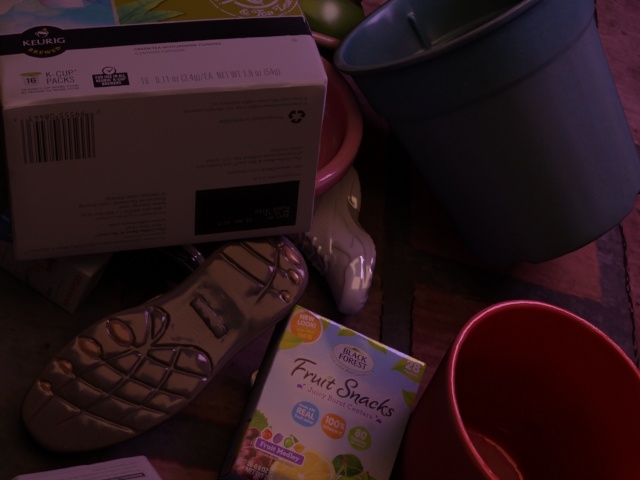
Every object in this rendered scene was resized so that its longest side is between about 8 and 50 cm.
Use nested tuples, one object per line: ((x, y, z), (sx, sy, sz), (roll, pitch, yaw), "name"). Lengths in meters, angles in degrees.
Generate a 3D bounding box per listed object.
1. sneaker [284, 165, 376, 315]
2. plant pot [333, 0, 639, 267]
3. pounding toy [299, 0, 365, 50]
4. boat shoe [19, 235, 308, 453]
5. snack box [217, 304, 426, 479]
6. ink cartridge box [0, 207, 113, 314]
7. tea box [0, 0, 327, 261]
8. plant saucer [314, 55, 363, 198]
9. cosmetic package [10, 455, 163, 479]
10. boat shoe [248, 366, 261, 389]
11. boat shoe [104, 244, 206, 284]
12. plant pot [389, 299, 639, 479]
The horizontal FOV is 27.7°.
((0.000, 0.000, 1.640), (0.115, 0.090, 0.232), (2, 47, -17), "sneaker")
((0.241, -0.167, 1.671), (0.341, 0.341, 0.334), (-48, 117, -40), "plant pot")
((0.021, -0.346, 1.809), (0.183, 0.110, 0.237), (23, 26, -34), "pounding toy")
((-0.167, 0.124, 1.436), (0.355, 0.130, 0.132), (-32, 83, -19), "boat shoe")
((0.004, 0.202, 1.461), (0.174, 0.070, 0.207), (24, 67, -11), "snack box")
((-0.306, 0.014, 1.465), (0.122, 0.088, 0.052), (33, 49, -1), "ink cartridge box")
((-0.191, -0.175, 1.432), (0.329, 0.220, 0.323), (-6, 44, -14), "tea box")
((-0.115, -0.141, 1.633), (0.332, 0.084, 0.332), (6, 46, -6), "plant saucer")
((-0.180, 0.349, 1.146), (0.138, 0.224, 0.225), (-5, 24, -28), "cosmetic package")
((-0.020, 0.183, 1.520), (0.142, 0.040, 0.049), (17, 69, -15), "boat shoe")
((-0.243, 0.005, 1.515), (0.223, 0.080, 0.073), (28, 55, 1), "boat shoe")
((0.210, 0.242, 1.458), (0.275, 0.243, 0.275), (13, 53, -17), "plant pot")
